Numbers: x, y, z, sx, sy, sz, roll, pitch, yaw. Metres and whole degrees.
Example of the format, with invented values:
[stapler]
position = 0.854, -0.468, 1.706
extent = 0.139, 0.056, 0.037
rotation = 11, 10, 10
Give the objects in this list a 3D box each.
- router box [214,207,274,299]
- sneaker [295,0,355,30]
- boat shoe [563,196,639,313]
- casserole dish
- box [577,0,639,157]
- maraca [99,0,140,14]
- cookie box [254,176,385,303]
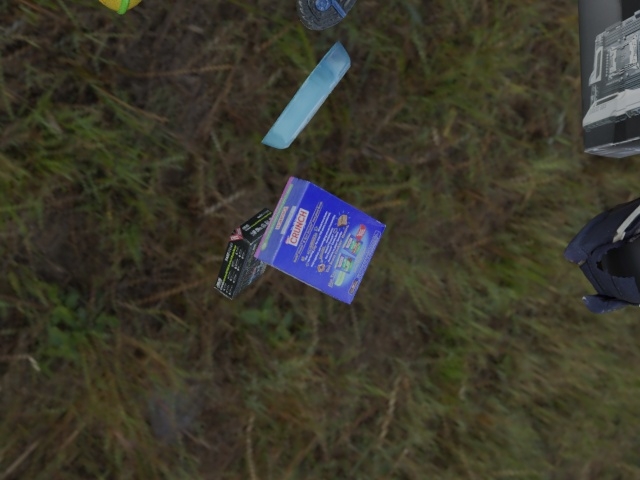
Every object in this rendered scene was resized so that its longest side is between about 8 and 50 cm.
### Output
[router box]
position = -0.111, 0.020, 1.726
extent = 0.092, 0.038, 0.122
rotation = -38, 156, -49
[sneaker]
position = 0.005, -0.338, 1.230
extent = 0.080, 0.081, 0.211
rotation = 1, 104, -16
[boat shoe]
position = 0.364, -0.038, 0.999
extent = 0.340, 0.158, 0.127
rotation = -25, 97, -33
[casserole dish]
position = -0.016, -0.195, 1.552
extent = 0.188, 0.037, 0.114
rotation = -49, -176, 39
[box]
position = 0.431, -0.274, 1.375
extent = 0.076, 0.242, 0.308
rotation = 6, 80, -35
[maraca]
position = -0.285, -0.405, 1.606
extent = 0.099, 0.127, 0.186
rotation = -8, 159, -20
[cookie box]
position = 0.000, 0.000, 1.120
extent = 0.107, 0.040, 0.092
rotation = 29, 83, -33
